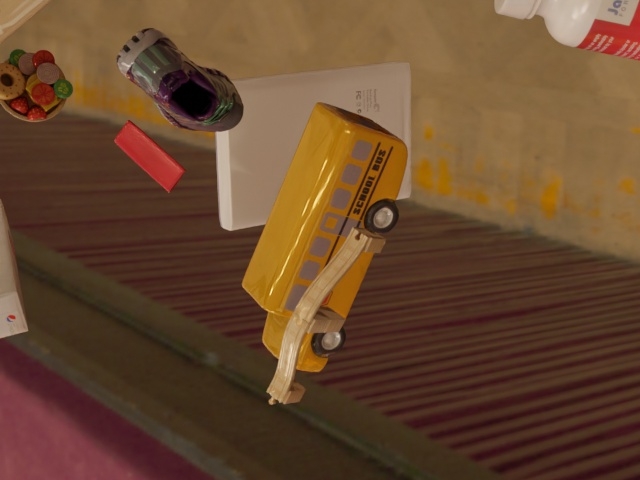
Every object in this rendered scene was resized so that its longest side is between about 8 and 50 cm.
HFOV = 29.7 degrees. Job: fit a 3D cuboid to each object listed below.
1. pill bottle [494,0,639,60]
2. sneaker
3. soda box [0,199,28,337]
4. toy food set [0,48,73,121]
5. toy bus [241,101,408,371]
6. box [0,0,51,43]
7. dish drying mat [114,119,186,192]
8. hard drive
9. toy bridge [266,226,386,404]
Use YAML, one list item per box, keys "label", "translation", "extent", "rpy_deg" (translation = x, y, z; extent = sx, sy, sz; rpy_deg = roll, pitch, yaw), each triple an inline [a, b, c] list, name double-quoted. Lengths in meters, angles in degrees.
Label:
- label: "pill bottle"
  translation: [0.483, -0.390, 1.828]
  extent: [0.229, 0.407, 0.229]
  rpy_deg: [-170, 90, -87]
- label: "sneaker"
  translation: [-0.138, -0.150, 1.344]
  extent: [0.083, 0.223, 0.098]
  rpy_deg: [-48, 62, 8]
- label: "soda box"
  translation: [-0.432, 0.036, 1.562]
  extent: [0.216, 0.073, 0.069]
  rpy_deg: [-118, 18, -50]
- label: "toy food set"
  translation: [-0.320, -0.173, 1.337]
  extent: [0.083, 0.082, 0.020]
  rpy_deg: [48, 154, -6]
- label: "toy bus"
  translation: [0.000, 0.000, 1.573]
  extent: [0.108, 0.130, 0.333]
  rpy_deg: [41, 112, 54]
- label: "box"
  translation: [-0.358, -0.264, 1.201]
  extent: [0.311, 0.148, 0.121]
  rpy_deg: [-38, 23, 12]
- label: "dish drying mat"
  translation: [-0.181, -0.090, 1.283]
  extent: [0.083, 0.008, 0.032]
  rpy_deg: [42, 108, 6]
- label: "hard drive"
  translation: [-0.005, -0.144, 1.772]
  extent: [0.040, 0.318, 0.210]
  rpy_deg: [21, 117, 54]
- label: "toy bridge"
  translation: [-0.004, 0.074, 1.119]
  extent: [0.026, 0.063, 0.188]
  rpy_deg: [34, 104, 26]
